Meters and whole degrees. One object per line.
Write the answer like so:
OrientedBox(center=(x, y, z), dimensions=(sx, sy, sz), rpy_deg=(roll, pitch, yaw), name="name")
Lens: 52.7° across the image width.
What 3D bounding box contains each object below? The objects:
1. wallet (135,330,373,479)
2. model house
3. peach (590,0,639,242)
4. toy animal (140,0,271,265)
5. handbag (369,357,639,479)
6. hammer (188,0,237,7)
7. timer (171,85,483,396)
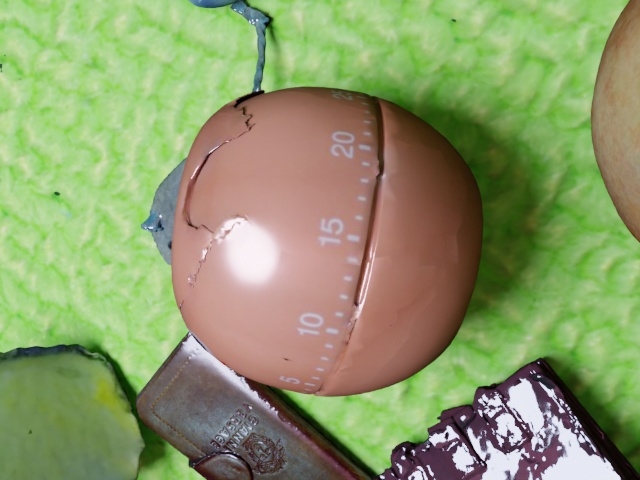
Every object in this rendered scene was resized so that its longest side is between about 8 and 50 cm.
OrientedBox(center=(-0.068, 0.212, 0.658), dimensions=(0.255, 0.031, 0.137), rpy_deg=(40, 109, 5), name="wallet")
OrientedBox(center=(-0.321, 0.227, 0.658), dimensions=(0.211, 0.194, 0.170), rpy_deg=(-39, 75, 31), name="model house")
OrientedBox(center=(0.295, -0.091, 0.381), dimensions=(0.252, 0.252, 0.252), rpy_deg=(3, 102, 15), name="peach")
OrientedBox(center=(-0.092, -0.086, 0.588), dimensions=(0.079, 0.070, 0.253), rpy_deg=(22, 104, -6), name="toy animal")
OrientedBox(center=(0.166, 0.235, 0.544), dimensions=(0.203, 0.074, 0.216), rpy_deg=(-43, 63, 16), name="handbag")
OrientedBox(center=(-0.050, -0.265, 0.509), dimensions=(0.194, 0.069, 0.116), rpy_deg=(-7, 99, 41), name="hammer")
OrientedBox(center=(0.000, 0.000, 0.488), dimensions=(0.215, 0.229, 0.229), rpy_deg=(15, 105, -4), name="timer")
